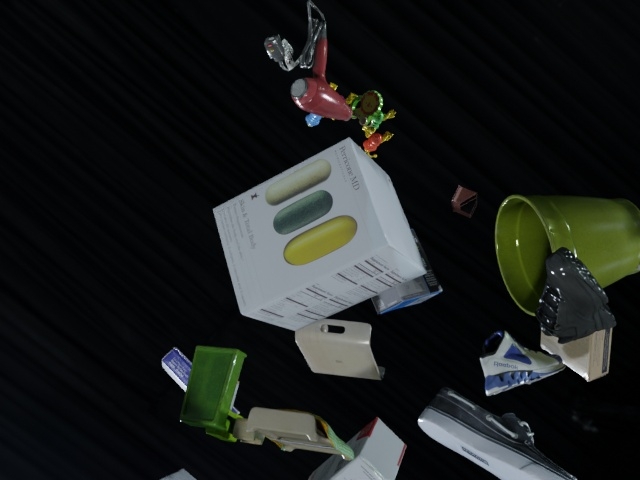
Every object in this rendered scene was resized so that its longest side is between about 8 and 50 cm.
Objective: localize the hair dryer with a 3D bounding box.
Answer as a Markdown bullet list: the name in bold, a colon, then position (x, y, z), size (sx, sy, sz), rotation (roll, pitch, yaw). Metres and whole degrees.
- **hair dryer**: position (0.003, -0.406, 1.665), size (0.080, 0.293, 0.223), rotation (6, -137, 43)

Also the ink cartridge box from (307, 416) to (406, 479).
- **ink cartridge box**: position (0.071, 0.606, 1.761), size (0.273, 0.114, 0.197), rotation (-46, 178, 23)

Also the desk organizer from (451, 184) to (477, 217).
- **desk organizer**: position (0.377, -0.100, 1.818), size (0.047, 0.050, 0.130), rotation (-64, 164, -4)

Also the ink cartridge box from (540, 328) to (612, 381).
- **ink cartridge box**: position (0.825, 0.309, 2.254), size (0.088, 0.193, 0.235), rotation (-17, -153, -19)

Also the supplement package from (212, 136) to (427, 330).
- **supplement package**: position (0.000, 0.000, 1.159), size (0.263, 0.199, 0.198), rotation (-26, 156, 17)

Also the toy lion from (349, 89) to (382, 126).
- **toy lion**: position (0.123, -0.365, 1.892), size (0.034, 0.100, 0.096), rotation (7, 112, -47)

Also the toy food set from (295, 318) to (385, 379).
- **toy food set**: position (0.066, 0.318, 2.064), size (0.306, 0.220, 0.092), rotation (68, 31, -55)

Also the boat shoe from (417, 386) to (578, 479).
- **boat shoe**: position (0.316, 0.343, 1.180), size (0.102, 0.301, 0.108), rotation (-50, 139, -22)

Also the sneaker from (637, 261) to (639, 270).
- **sneaker**: position (0.853, 0.116, 1.709), size (0.084, 0.070, 0.185), rotation (114, -33, -48)

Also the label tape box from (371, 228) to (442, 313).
- **label tape box**: position (0.214, 0.043, 2.168), size (0.106, 0.333, 0.241), rotation (-34, 164, 36)

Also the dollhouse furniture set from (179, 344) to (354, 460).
- **dollhouse furniture set**: position (-0.088, 0.317, 1.359), size (0.197, 0.302, 0.151), rotation (50, 46, -54)

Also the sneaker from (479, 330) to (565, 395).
- **sneaker**: position (0.624, 0.367, 2.207), size (0.316, 0.182, 0.127), rotation (-7, 158, -31)

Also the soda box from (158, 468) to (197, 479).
- **soda box**: position (-0.296, 0.480, 1.154), size (0.091, 0.098, 0.286), rotation (-62, 158, 12)

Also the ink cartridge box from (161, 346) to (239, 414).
- **ink cartridge box**: position (-0.297, 0.360, 1.687), size (0.045, 0.223, 0.224), rotation (-44, 177, -20)

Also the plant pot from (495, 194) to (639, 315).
- **plant pot**: position (0.772, 0.015, 2.104), size (0.353, 0.366, 0.366), rotation (-10, 175, -11)

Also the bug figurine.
- **bug figurine**: position (0.084, -0.346, 2.014), size (0.216, 0.279, 0.072), rotation (128, -17, -66)

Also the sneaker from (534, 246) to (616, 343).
- **sneaker**: position (0.457, 0.119, 1.286), size (0.130, 0.286, 0.109), rotation (-33, -134, 10)
